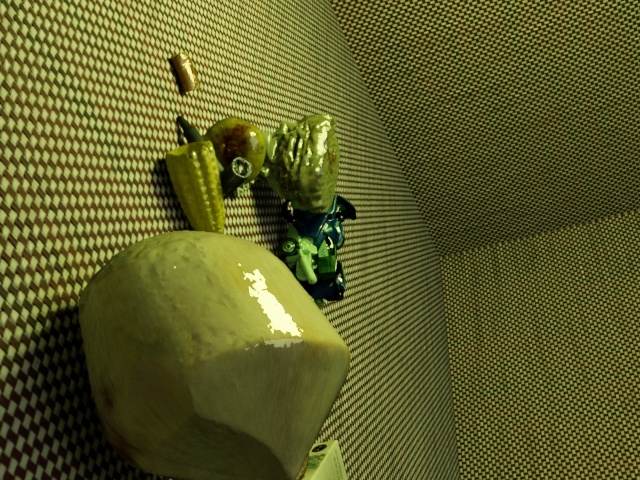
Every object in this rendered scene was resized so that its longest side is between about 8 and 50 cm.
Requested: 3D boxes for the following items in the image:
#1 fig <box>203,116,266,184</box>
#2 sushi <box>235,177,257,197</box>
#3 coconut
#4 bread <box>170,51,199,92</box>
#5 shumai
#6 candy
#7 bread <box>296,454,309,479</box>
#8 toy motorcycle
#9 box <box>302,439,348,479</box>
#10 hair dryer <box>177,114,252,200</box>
[{"bbox_3d":[-0.182,-0.188,1.800,0.121,0.135,0.153,-111,-172,-53],"label":"fig"},{"bbox_3d":[-0.197,-0.169,1.922,0.120,0.026,0.126,70,25,-17],"label":"sushi"},{"bbox_3d":[-0.153,0.190,1.212,0.415,0.344,0.415,42,16,-16],"label":"coconut"},{"bbox_3d":[-0.283,-0.352,1.772,0.047,0.036,0.083,-45,118,-67],"label":"bread"},{"bbox_3d":[-0.067,-0.190,2.071,0.189,0.218,0.256,89,9,-57],"label":"shumai"},{"bbox_3d":[-0.231,-0.089,1.625,0.106,0.094,0.199,-119,-164,-65],"label":"candy"},{"bbox_3d":[-0.112,0.391,1.381,0.344,0.084,0.124,-48,113,-32],"label":"bread"},{"bbox_3d":[0.000,0.000,2.109,0.125,0.196,0.331,71,10,-51],"label":"toy motorcycle"},{"bbox_3d":[0.000,0.563,1.867,0.256,0.069,0.164,-25,100,-75],"label":"box"},{"bbox_3d":[-0.222,-0.178,1.680,0.050,0.173,0.195,-28,88,-34],"label":"hair dryer"}]
